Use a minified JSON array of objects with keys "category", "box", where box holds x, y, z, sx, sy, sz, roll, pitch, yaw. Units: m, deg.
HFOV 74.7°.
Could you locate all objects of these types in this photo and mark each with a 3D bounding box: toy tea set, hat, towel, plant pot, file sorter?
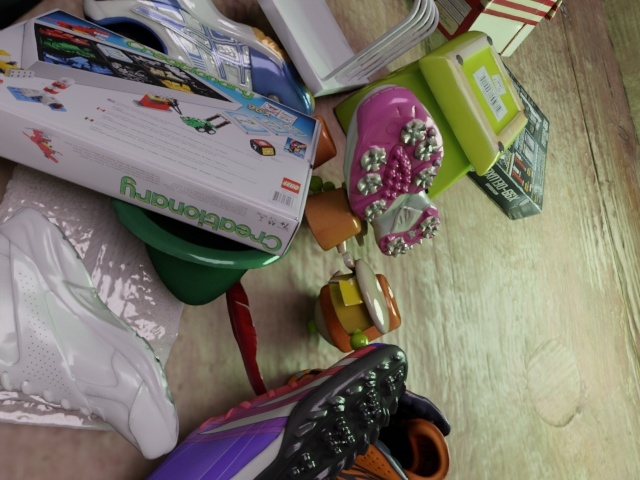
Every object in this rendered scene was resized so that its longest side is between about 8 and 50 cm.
[{"category":"toy tea set","box":[0.000,0.000,0.565,0.200,0.124,0.336,47,24,-60]},{"category":"hat","box":[-0.136,0.043,0.442,0.172,0.184,0.208,1,38,-37]},{"category":"towel","box":[-0.228,0.033,0.414,0.187,0.049,0.283,21,65,-33]},{"category":"plant pot","box":[0.202,-0.207,0.716,0.227,0.207,0.228,-40,104,-38]},{"category":"file sorter","box":[0.049,-0.345,0.596,0.193,0.173,0.278,58,28,-9]}]

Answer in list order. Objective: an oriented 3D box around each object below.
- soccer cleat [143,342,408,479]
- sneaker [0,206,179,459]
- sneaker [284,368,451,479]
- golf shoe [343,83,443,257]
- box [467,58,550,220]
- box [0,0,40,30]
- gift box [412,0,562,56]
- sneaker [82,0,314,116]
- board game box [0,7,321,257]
[{"category":"soccer cleat","box":[-0.056,0.188,0.395,0.318,0.116,0.109,-36,126,-16]},{"category":"sneaker","box":[-0.210,0.095,0.336,0.115,0.090,0.232,-38,92,-30]},{"category":"sneaker","box":[0.094,0.287,0.505,0.321,0.180,0.125,50,53,-15]},{"category":"golf shoe","box":[0.074,-0.088,0.520,0.140,0.115,0.306,65,1,27]},{"category":"box","box":[0.440,-0.241,0.993,0.242,0.076,0.308,35,58,-25]},{"category":"box","box":[-0.385,-0.318,0.358,0.261,0.103,0.184,38,60,-23]},{"category":"gift box","box":[0.354,-0.561,0.909,0.258,0.276,0.255,-15,69,-35]},{"category":"sneaker","box":[-0.144,-0.224,0.536,0.296,0.111,0.131,32,81,-28]},{"category":"board game box","box":[-0.154,-0.113,0.404,0.305,0.053,0.193,21,39,-10]}]
